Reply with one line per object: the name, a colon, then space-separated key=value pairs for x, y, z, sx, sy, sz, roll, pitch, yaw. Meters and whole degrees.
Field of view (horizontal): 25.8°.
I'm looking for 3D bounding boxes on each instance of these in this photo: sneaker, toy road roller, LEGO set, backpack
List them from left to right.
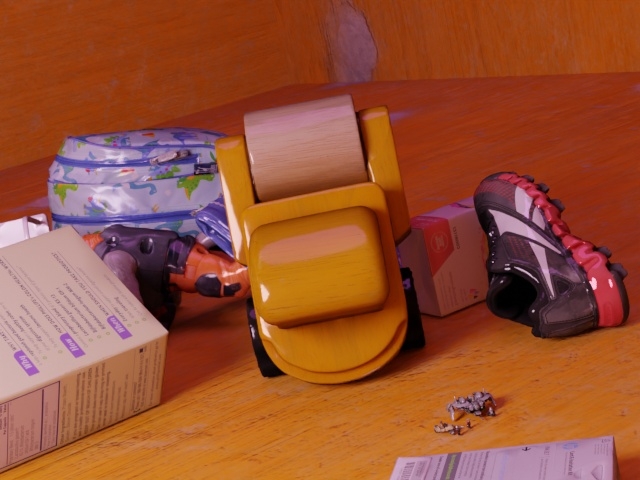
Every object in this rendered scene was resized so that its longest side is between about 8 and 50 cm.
backpack: x=-0.242 y=-0.068 z=2.160 sx=0.355 sy=0.273 sz=0.290 roll=-19 pitch=15 yaw=-6
toy road roller: x=-0.001 y=-0.007 z=1.531 sx=0.202 sy=0.330 sz=0.240 roll=-11 pitch=-9 yaw=3
LEGO set: x=0.141 y=0.161 z=1.347 sx=0.054 sy=0.023 sz=0.083 roll=-7 pitch=14 yaw=22
sneaker: x=0.228 y=0.017 z=1.579 sx=0.135 sy=0.098 sz=0.276 roll=-23 pitch=41 yaw=-11

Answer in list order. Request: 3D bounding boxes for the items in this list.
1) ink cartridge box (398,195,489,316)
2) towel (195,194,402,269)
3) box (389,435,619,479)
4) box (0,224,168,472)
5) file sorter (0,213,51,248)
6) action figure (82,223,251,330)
ink cartridge box: x=0.197 y=0.008 z=1.735 sx=0.198 sy=0.115 sz=0.067 roll=-20 pitch=14 yaw=-30
towel: x=0.000 y=0.000 z=1.802 sx=0.040 sy=0.243 sz=0.336 roll=-56 pitch=-9 yaw=27
box: x=0.143 y=0.209 z=1.116 sx=0.186 sy=0.038 sz=0.145 roll=-10 pitch=14 yaw=14
box: x=-0.328 y=0.119 z=1.540 sx=0.243 sy=0.117 sz=0.213 roll=-21 pitch=48 yaw=-34
file sorter: x=-0.467 y=0.087 z=1.754 sx=0.277 sy=0.193 sz=0.173 roll=-13 pitch=0 yaw=-5
action figure: x=-0.200 y=0.024 z=1.919 sx=0.330 sy=0.179 sz=0.341 roll=-4 pitch=13 yaw=-5
